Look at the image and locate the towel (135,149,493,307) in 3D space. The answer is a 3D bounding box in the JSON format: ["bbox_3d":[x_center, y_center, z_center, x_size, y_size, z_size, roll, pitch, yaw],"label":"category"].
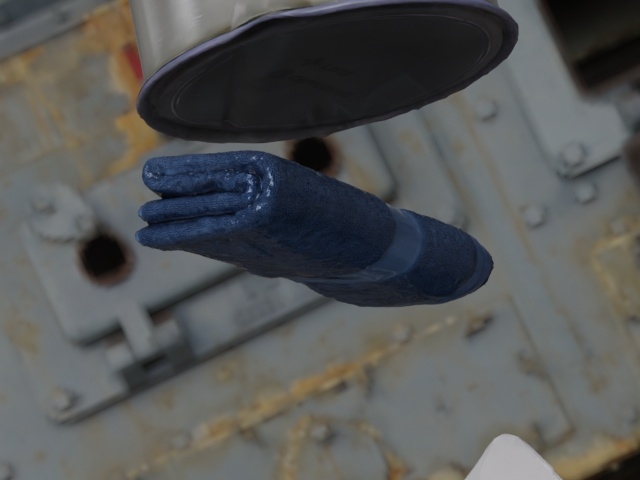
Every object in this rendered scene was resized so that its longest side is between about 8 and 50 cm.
[{"bbox_3d":[0.000,0.000,0.581,0.067,0.029,0.119,-4,-17,42],"label":"towel"}]

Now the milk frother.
[{"bbox_3d":[0.025,-0.105,0.390,0.143,0.135,0.129,-19,-14,30],"label":"milk frother"}]

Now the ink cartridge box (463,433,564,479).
[{"bbox_3d":[0.079,0.232,0.572,0.119,0.353,0.207,22,-72,-46],"label":"ink cartridge box"}]
